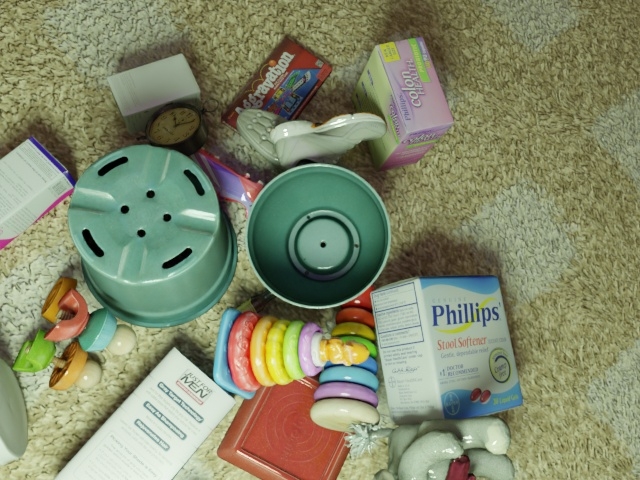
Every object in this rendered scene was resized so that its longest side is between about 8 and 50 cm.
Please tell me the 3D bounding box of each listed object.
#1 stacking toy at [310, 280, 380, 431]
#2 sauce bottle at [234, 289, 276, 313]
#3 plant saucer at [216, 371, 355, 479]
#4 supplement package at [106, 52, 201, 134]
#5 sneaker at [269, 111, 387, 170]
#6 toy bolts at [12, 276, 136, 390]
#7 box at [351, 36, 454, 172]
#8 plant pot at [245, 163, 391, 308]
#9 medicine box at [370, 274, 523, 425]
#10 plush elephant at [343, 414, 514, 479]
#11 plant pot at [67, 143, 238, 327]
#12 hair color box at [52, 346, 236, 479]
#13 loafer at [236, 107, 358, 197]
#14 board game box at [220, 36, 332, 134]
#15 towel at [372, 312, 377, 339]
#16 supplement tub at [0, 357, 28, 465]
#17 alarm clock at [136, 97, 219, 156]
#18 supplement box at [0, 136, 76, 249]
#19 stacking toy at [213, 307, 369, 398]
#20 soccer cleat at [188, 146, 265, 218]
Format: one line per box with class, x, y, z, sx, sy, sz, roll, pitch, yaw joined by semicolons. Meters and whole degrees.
stacking toy;0.065;0.228;1.244;0.141;0.141;0.330;12;58;-7
sauce bottle;-0.154;0.149;1.290;0.128;0.042;0.042;-34;85;-18
plant saucer;-0.048;0.401;1.245;0.259;0.048;0.258;29;73;-3
supplement package;-0.377;-0.335;1.333;0.179;0.105;0.105;-23;81;-14
sneaker;0.025;-0.204;1.277;0.263;0.099;0.120;-11;84;-12
toy bolts;-0.466;0.179;1.160;0.159;0.229;0.218;33;47;-29
box;0.182;-0.308;1.356;0.117;0.243;0.213;-15;79;-13
plant pot;0.000;0.000;1.256;0.293;0.196;0.292;0;83;4
medicine box;0.270;0.228;1.241;0.264;0.149;0.289;1;75;-37
plush elephant;0.190;0.468;1.040;0.330;0.271;0.255;1;54;12
plant pot;-0.326;-0.011;1.145;0.342;0.334;0.340;3;77;-11
hair color box;-0.347;0.402;1.159;0.174;0.105;0.347;41;74;1
loafer;-0.060;-0.187;1.349;0.320;0.111;0.112;37;67;-4
board game box;-0.105;-0.358;1.429;0.145;0.027;0.281;34;73;0
towel;0.194;0.177;1.355;0.152;0.023;0.113;1;76;-10
supplement tub;-0.723;0.349;1.040;0.317;0.228;0.228;-15;80;-13
alarm clock;-0.298;-0.250;1.280;0.192;0.064;0.129;-43;60;-13
supplement box;-0.643;-0.095;1.223;0.114;0.111;0.220;44;73;2
stacking toy;-0.048;0.219;1.157;0.302;0.175;0.165;-5;61;21
soccer cleat;-0.243;-0.143;1.328;0.248;0.083;0.095;28;88;-1
